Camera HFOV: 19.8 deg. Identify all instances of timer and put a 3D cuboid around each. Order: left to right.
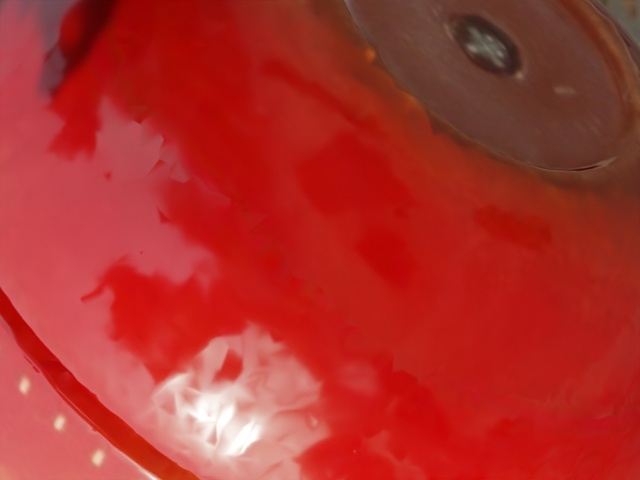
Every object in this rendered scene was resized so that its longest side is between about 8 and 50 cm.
[{"bbox_3d":[0.000,0.000,0.818,0.279,0.378,0.378,-52,33,35],"label":"timer"}]
